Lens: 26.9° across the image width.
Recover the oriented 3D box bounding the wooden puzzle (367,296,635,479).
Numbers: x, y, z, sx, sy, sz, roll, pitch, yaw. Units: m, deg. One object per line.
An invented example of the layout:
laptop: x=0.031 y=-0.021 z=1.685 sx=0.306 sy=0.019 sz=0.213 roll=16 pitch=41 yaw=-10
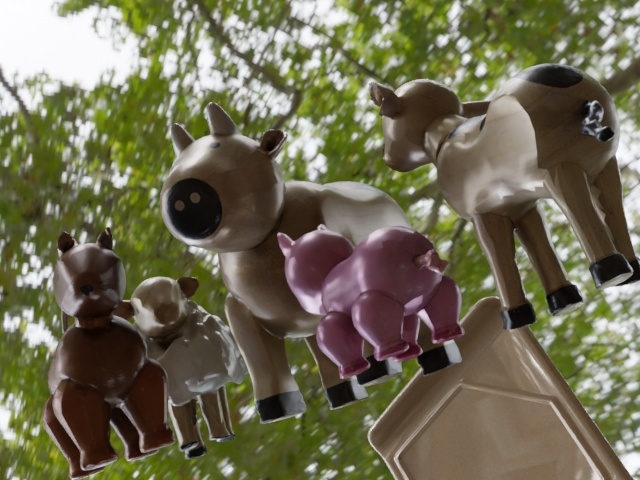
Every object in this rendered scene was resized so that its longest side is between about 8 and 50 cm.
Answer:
wooden puzzle: x=0.166 y=0.205 z=1.212 sx=0.044 sy=0.221 sz=0.239 roll=-1 pitch=-133 yaw=-45

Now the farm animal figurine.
farm animal figurine: x=0.000 y=0.000 z=0.749 sx=0.330 sy=0.327 sz=0.172 roll=-20 pitch=-100 yaw=6
